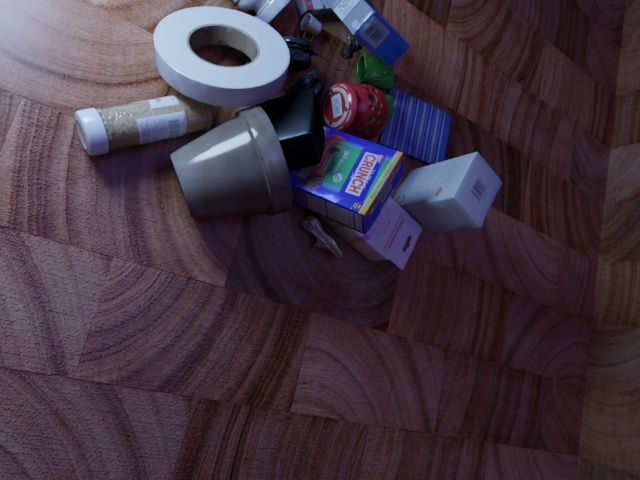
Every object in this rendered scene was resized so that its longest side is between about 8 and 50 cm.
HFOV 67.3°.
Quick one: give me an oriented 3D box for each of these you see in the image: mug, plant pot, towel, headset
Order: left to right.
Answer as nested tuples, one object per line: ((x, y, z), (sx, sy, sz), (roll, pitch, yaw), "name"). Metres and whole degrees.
((-0.267, -0.196, 1.391), (0.280, 0.323, 0.323), (-20, 97, -13), "plant pot")
((-0.082, -0.321, 1.478), (0.187, 0.188, 0.167), (-14, 51, 4), "plant pot")
((-0.057, -0.568, 1.591), (0.394, 0.185, 0.243), (-25, 99, -19), "headset")
((-0.033, -0.753, 1.703), (0.064, 0.078, 0.062), (14, 46, -38), "mug")
((0.109, -0.449, 1.668), (0.174, 0.191, 0.191), (-3, 87, -39), "plant pot")
((0.387, -0.450, 1.945), (0.336, 0.040, 0.243), (16, 80, -27), "towel")

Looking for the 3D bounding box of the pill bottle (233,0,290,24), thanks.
((-0.239, -0.843, 1.507), (0.318, 0.176, 0.176), (44, 66, -21), "pill bottle")

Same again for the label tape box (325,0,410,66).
((0.146, -0.800, 1.716), (0.240, 0.106, 0.334), (17, 37, -49), "label tape box")

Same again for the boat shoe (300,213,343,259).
((0.000, 0.000, 1.657), (0.072, 0.068, 0.190), (-42, 98, -14), "boat shoe")

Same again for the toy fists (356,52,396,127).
((0.209, -0.560, 1.808), (0.142, 0.096, 0.279), (2, 87, -23), "toy fists")

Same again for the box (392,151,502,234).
((0.448, -0.160, 1.771), (0.168, 0.345, 0.215), (42, 67, -22), "box")

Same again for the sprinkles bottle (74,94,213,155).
((-0.484, -0.333, 1.349), (0.355, 0.121, 0.121), (-22, 97, -31), "sprinkles bottle")

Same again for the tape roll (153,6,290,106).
((-0.283, -0.544, 1.404), (0.392, 0.072, 0.392), (8, 53, -11), "tape roll")

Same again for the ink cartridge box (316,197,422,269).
((0.184, -0.065, 1.735), (0.353, 0.119, 0.207), (39, 67, -22), "ink cartridge box")

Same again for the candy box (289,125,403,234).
((0.072, -0.206, 1.571), (0.268, 0.317, 0.122), (-57, 158, -22), "candy box")

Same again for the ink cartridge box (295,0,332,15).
((-0.020, -0.861, 1.711), (0.135, 0.056, 0.099), (-21, 98, -31), "ink cartridge box")
